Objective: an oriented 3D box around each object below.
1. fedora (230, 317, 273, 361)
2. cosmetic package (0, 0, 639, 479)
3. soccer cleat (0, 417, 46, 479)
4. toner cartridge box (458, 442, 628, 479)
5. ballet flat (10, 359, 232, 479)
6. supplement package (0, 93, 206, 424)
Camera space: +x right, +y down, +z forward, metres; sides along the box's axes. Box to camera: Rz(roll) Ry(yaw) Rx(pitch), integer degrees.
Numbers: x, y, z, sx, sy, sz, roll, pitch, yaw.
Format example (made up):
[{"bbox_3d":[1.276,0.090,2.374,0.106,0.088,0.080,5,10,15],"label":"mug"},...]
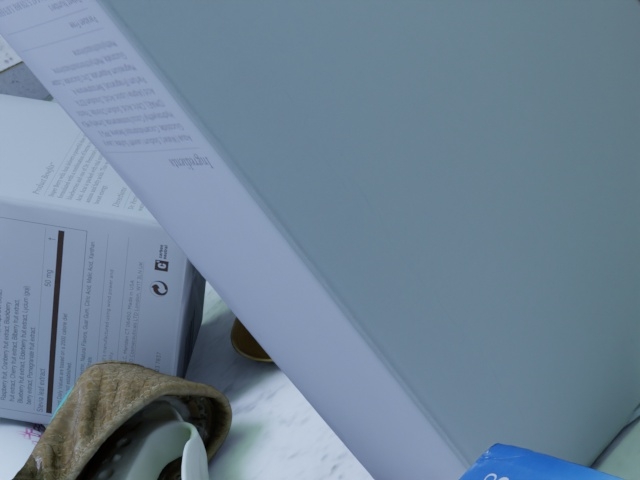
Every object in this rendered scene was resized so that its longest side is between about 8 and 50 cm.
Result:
[{"bbox_3d":[0.000,0.000,0.994,0.194,0.079,0.194,-34,19,13],"label":"fedora"},{"bbox_3d":[0.021,-0.074,0.664,0.217,0.385,0.156,-43,22,-19],"label":"cosmetic package"},{"bbox_3d":[-0.274,0.144,1.050,0.116,0.143,0.331,-42,20,-13],"label":"soccer cleat"},{"bbox_3d":[-0.006,0.210,0.369,0.348,0.075,0.165,-44,20,-18],"label":"toner cartridge box"},{"bbox_3d":[-0.134,0.184,0.801,0.124,0.116,0.342,-6,27,23],"label":"ballet flat"},{"bbox_3d":[-0.231,0.006,1.018,0.293,0.175,0.177,9,27,1],"label":"supplement package"}]
